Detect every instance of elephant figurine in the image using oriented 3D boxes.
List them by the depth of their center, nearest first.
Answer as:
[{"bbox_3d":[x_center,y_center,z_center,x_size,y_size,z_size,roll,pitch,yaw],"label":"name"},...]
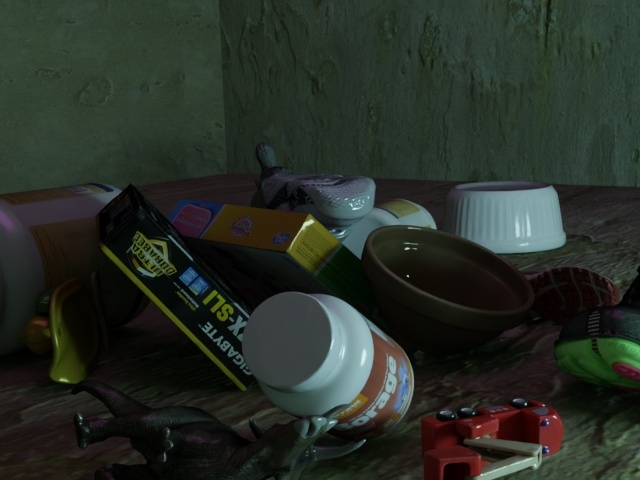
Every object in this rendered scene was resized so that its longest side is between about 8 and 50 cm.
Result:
[{"bbox_3d":[-0.079,-0.072,2.356,0.186,0.239,0.169,2,9,28],"label":"elephant figurine"}]

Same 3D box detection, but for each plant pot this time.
[{"bbox_3d":[0.159,0.080,1.593,0.237,0.110,0.237,15,22,-6],"label":"plant pot"}]

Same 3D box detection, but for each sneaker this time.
[{"bbox_3d":[0.427,0.064,1.437,0.185,0.202,0.483,4,10,37],"label":"sneaker"},{"bbox_3d":[0.337,0.075,1.782,0.225,0.088,0.093,1,8,22],"label":"sneaker"},{"bbox_3d":[0.000,0.000,1.931,0.137,0.210,0.366,-5,6,-17],"label":"sneaker"}]

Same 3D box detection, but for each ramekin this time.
[{"bbox_3d":[0.383,-0.053,2.498,0.273,0.127,0.273,-2,9,0],"label":"ramekin"}]

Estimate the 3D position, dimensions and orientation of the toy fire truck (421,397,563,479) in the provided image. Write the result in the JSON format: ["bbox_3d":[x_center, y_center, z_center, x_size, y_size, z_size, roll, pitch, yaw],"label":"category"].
[{"bbox_3d":[0.165,0.199,1.128,0.192,0.047,0.135,-5,9,-24],"label":"toy fire truck"}]

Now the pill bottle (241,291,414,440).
[{"bbox_3d":[0.007,0.123,1.167,0.121,0.121,0.216,1,-18,23],"label":"pill bottle"}]

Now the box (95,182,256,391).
[{"bbox_3d":[-0.183,0.051,1.568,0.079,0.257,0.322,-42,14,-3],"label":"box"}]

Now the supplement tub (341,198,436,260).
[{"bbox_3d":[0.122,0.001,2.139,0.144,0.144,0.200,2,9,25],"label":"supplement tub"}]

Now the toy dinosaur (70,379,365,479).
[{"bbox_3d":[-0.126,0.199,1.086,0.160,0.121,0.313,6,-4,-44],"label":"toy dinosaur"}]

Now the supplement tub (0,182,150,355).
[{"bbox_3d":[-0.420,0.041,1.720,0.228,0.228,0.316,5,11,39],"label":"supplement tub"}]

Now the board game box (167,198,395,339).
[{"bbox_3d":[-0.057,0.040,1.728,0.316,0.064,0.242,8,-27,50],"label":"board game box"}]

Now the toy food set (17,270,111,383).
[{"bbox_3d":[-0.344,0.119,1.557,0.071,0.128,0.218,-10,6,7],"label":"toy food set"}]
